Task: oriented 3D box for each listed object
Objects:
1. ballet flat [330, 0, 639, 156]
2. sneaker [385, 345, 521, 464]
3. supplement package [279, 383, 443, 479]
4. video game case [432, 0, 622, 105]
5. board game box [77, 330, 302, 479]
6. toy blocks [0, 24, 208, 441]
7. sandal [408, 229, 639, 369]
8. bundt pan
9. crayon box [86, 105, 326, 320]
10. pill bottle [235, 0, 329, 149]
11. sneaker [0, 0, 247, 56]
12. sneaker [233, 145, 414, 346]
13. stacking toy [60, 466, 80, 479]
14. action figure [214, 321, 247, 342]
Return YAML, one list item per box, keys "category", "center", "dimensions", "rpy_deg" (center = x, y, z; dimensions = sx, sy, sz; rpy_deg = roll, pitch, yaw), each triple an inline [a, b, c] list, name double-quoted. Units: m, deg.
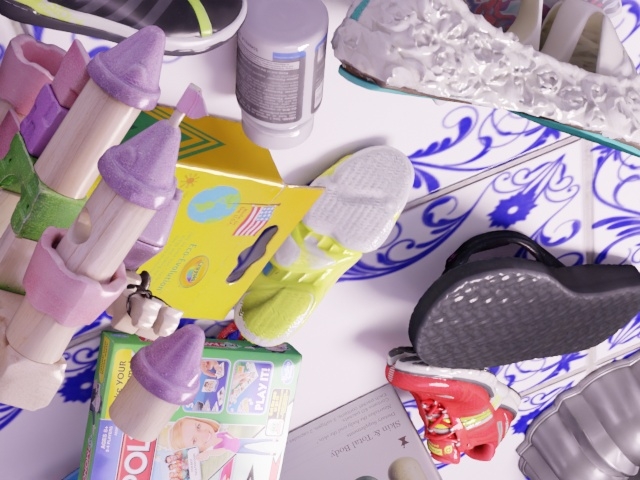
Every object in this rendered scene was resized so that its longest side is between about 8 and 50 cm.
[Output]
- category: "ballet flat"
  center: [0.191, -0.164, 1.452]
  dimensions: [0.409, 0.147, 0.147]
  rpy_deg: [10, 132, -41]
- category: "sneaker"
  center: [0.156, 0.203, 1.913]
  dimensions: [0.279, 0.107, 0.118]
  rpy_deg: [32, 77, -54]
- category: "supplement package"
  center: [0.071, 0.358, 1.972]
  dimensions: [0.199, 0.262, 0.198]
  rpy_deg: [-27, 146, 0]
- category: "video game case"
  center: [0.172, -0.223, 1.486]
  dimensions: [0.201, 0.023, 0.183]
  rpy_deg: [-27, 146, 2]
- category: "board game box"
  center: [-0.150, 0.259, 1.723]
  dimensions: [0.213, 0.046, 0.317]
  rpy_deg: [5, 102, -26]
- category: "toy blocks"
  center: [-0.171, -0.052, 1.159]
  dimensions: [0.309, 0.288, 0.260]
  rpy_deg: [21, 113, -34]
- category: "sandal"
  center: [0.219, 0.061, 1.840]
  dimensions: [0.167, 0.107, 0.446]
  rpy_deg: [-45, 154, 24]
- category: "bundt pan"
  center: [0.444, 0.286, 2.240]
  dimensions: [0.331, 0.124, 0.331]
  rpy_deg: [-17, 144, -13]
- category: "crayon box"
  center: [-0.178, -0.027, 1.470]
  dimensions: [0.318, 0.081, 0.202]
  rpy_deg: [10, 132, -39]
- category: "pill bottle"
  center: [-0.035, -0.147, 1.406]
  dimensions: [0.078, 0.078, 0.137]
  rpy_deg: [-15, 144, -16]
- category: "sneaker"
  center: [-0.149, -0.207, 1.250]
  dimensions: [0.235, 0.084, 0.097]
  rpy_deg: [2, 136, -34]
- category: "sneaker"
  center: [0.000, 0.000, 1.637]
  dimensions: [0.240, 0.091, 0.126]
  rpy_deg: [-47, -179, 3]
- category: "stacking toy"
  center: [-0.216, 0.365, 1.929]
  dimensions: [0.175, 0.165, 0.302]
  rpy_deg: [-34, 160, -4]
- category: "action figure"
  center: [-0.111, 0.116, 1.749]
  dimensions: [0.115, 0.030, 0.038]
  rpy_deg: [-30, 140, 3]
